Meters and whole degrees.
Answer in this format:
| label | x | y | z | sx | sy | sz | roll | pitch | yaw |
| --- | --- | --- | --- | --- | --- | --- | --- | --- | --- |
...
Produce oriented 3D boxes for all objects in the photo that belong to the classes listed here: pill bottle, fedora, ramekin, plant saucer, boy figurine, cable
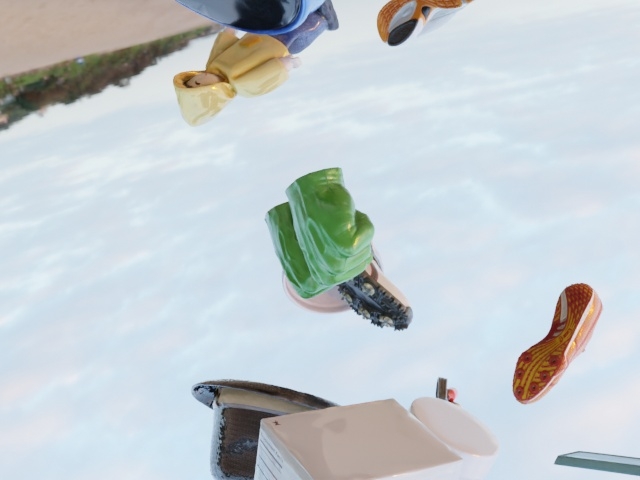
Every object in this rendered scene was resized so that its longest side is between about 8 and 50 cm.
| label | x | y | z | sx | sy | sz | roll | pitch | yaw |
| --- | --- | --- | --- | --- | --- | --- | --- | --- | --- |
| pill bottle | 0.130 | 0.379 | 1.071 | 0.161 | 0.283 | 0.161 | 22 | -165 | -6 |
| fedora | -0.083 | 0.340 | 1.241 | 0.334 | 0.334 | 0.152 | -2 | -116 | 35 |
| ramekin | 0.019 | 0.042 | 1.533 | 0.207 | 0.207 | 0.109 | -14 | -141 | 2 |
| plant saucer | 0.464 | 0.353 | 1.185 | 0.067 | 0.018 | 0.192 | 0 | 172 | -31 |
| boy figurine | -0.113 | -0.289 | 1.159 | 0.285 | 0.092 | 0.177 | -39 | -127 | -11 |
| cable | 0.314 | 0.396 | 1.813 | 0.072 | 0.139 | 0.287 | -4 | 167 | 8 |

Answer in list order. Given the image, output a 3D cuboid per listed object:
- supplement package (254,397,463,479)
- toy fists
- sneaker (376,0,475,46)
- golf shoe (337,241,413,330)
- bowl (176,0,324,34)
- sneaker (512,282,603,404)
| label | x | y | z | sx | sy | sz | roll | pitch | yaw |
| --- | --- | --- | --- | --- | --- | --- | --- | --- | --- |
| supplement package | 0.034 | 0.321 | 0.882 | 0.194 | 0.203 | 0.149 | -2 | -161 | -30 |
| toy fists | 0.000 | 0.000 | 1.052 | 0.096 | 0.142 | 0.279 | -15 | 173 | -19 |
| sneaker | 0.225 | -0.443 | 1.340 | 0.262 | 0.099 | 0.121 | -22 | -177 | 41 |
| golf shoe | 0.065 | 0.042 | 1.282 | 0.273 | 0.105 | 0.120 | 38 | -124 | 24 |
| bowl | -0.162 | -0.406 | 0.953 | 0.391 | 0.391 | 0.077 | 12 | -110 | 55 |
| sneaker | 0.307 | 0.138 | 0.946 | 0.175 | 0.067 | 0.064 | -52 | -144 | -7 |
